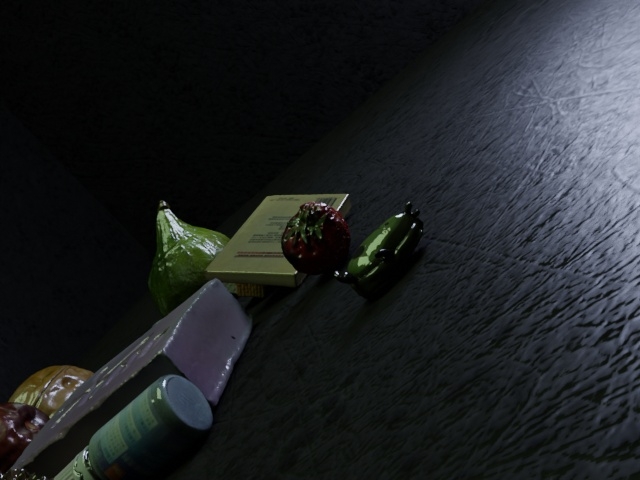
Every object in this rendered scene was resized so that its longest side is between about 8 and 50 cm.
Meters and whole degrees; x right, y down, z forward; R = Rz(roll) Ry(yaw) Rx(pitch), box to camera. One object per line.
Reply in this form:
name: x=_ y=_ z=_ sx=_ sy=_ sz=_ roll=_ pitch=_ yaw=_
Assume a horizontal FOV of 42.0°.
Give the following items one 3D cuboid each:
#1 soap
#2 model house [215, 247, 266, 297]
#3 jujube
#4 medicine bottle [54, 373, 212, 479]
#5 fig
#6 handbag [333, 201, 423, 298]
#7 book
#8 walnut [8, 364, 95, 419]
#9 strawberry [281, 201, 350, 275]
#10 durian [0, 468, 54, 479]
soap: x=-0.242 y=0.208 z=1.123 sx=0.296 sy=0.107 sz=0.285 roll=-38 pitch=8 yaw=13
model house: x=-0.105 y=0.051 z=1.383 sx=0.100 sy=0.088 sz=0.100 roll=0 pitch=5 yaw=44
jujube: x=-0.480 y=0.342 z=1.172 sx=0.243 sy=0.183 sz=0.183 roll=-51 pitch=8 yaw=7
medicine bottle: x=-0.217 y=0.238 z=0.940 sx=0.203 sy=0.083 sz=0.083 roll=-40 pitch=9 yaw=17
fig: x=-0.262 y=0.044 z=1.588 sx=0.203 sy=0.235 sz=0.203 roll=-38 pitch=12 yaw=9
handbag: x=0.067 y=0.012 z=0.865 sx=0.111 sy=0.047 sz=0.072 roll=-47 pitch=10 yaw=-10
book: x=-0.061 y=-0.005 z=1.311 sx=0.161 sy=0.026 sz=0.231 roll=1 pitch=33 yaw=26
walnut: x=-0.444 y=0.298 z=1.407 sx=0.167 sy=0.167 sz=0.207 roll=-40 pitch=8 yaw=19
strawberry: x=-0.001 y=0.000 z=1.117 sx=0.106 sy=0.106 sz=0.106 roll=-42 pitch=9 yaw=8
durian: x=-0.330 y=0.309 z=0.806 sx=0.196 sy=0.167 sz=0.196 roll=-41 pitch=-28 yaw=-27
